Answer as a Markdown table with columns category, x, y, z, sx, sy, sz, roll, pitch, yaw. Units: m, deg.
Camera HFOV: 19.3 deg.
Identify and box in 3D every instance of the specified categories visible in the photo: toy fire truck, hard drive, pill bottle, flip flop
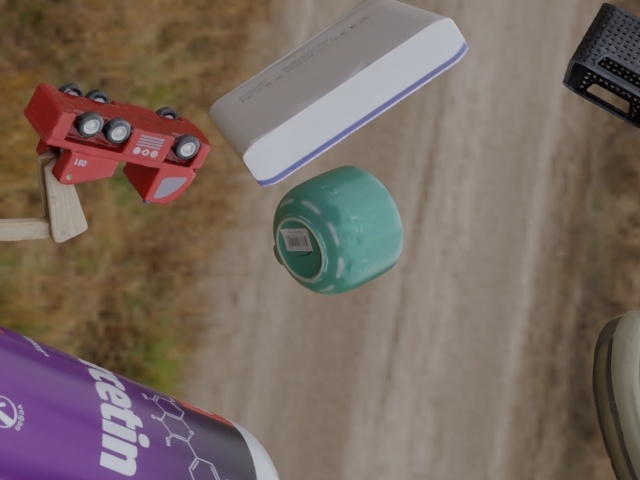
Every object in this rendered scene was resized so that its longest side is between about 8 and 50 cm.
| category | x | y | z | sx | sy | sz | roll | pitch | yaw |
| --- | --- | --- | --- | --- | --- | --- | --- | --- | --- |
| toy fire truck | -0.186 | -0.044 | 1.370 | 0.192 | 0.047 | 0.135 | 12 | 118 | -41 |
| hard drive | 0.006 | -0.144 | 1.715 | 0.040 | 0.210 | 0.319 | 56 | -1 | -14 |
| pill bottle | -0.148 | 0.160 | 1.075 | 0.323 | 0.181 | 0.181 | 26 | 63 | -34 |
| flip flop | 0.232 | 0.169 | 1.087 | 0.112 | 0.080 | 0.277 | -26 | 101 | -65 |

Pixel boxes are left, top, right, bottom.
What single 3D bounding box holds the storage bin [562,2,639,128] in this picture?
| category | x | y | z | sx | sy | sz | roll | pitch | yaw |
| --- | --- | --- | --- | --- | --- | --- | --- | --- | --- |
| storage bin | 0.370 | -0.209 | 2.281 | 0.084 | 0.122 | 0.180 | -60 | 174 | -2 |

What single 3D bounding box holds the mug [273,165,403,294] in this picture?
| category | x | y | z | sx | sy | sz | roll | pitch | yaw |
| --- | --- | --- | --- | --- | --- | --- | --- | --- | --- |
| mug | 0.007 | 0.003 | 2.053 | 0.097 | 0.129 | 0.158 | -25 | 150 | -39 |
